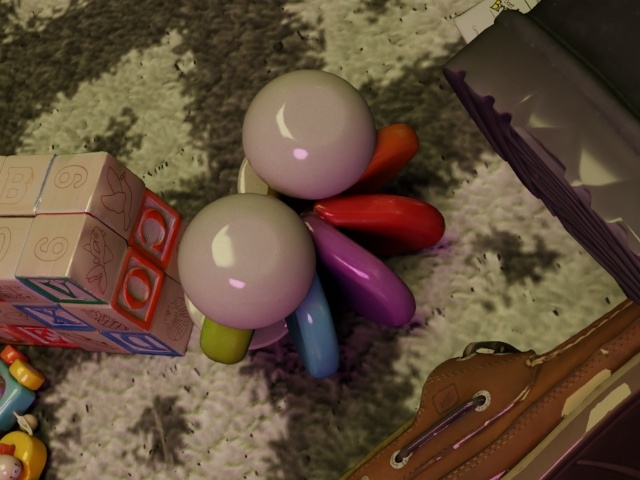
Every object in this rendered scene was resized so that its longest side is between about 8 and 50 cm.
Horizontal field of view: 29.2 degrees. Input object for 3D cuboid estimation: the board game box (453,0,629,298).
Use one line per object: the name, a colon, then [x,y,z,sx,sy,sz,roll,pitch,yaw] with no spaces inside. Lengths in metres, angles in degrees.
board game box: [0.235,-0.107,0.623,0.275,0.142,0.144,-32,54,13]

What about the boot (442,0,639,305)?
boot: [0.318,-0.086,0.422,0.445,0.146,0.367,-39,66,4]

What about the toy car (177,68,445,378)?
toy car: [0.000,0.000,0.725,0.136,0.159,0.182,26,76,1]

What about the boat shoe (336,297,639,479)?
boat shoe: [0.095,0.096,0.617,0.307,0.111,0.104,-41,52,5]

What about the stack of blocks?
stack of blocks: [-0.245,0.002,0.836,0.297,0.171,0.087,0,65,31]

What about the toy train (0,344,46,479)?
toy train: [-0.245,0.147,0.836,0.125,0.046,0.166,-19,57,21]
